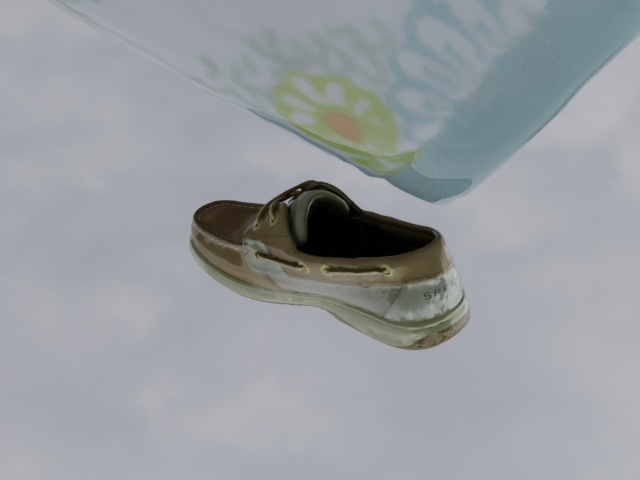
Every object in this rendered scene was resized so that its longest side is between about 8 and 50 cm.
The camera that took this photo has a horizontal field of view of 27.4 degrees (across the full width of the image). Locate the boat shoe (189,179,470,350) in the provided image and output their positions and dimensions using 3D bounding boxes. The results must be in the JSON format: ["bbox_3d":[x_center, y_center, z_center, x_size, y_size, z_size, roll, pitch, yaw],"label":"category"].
[{"bbox_3d":[0.000,0.000,0.517,0.135,0.045,0.050,16,-142,36],"label":"boat shoe"}]

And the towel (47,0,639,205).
[{"bbox_3d":[-0.017,-0.178,0.322,0.320,0.374,0.090,30,-125,-7],"label":"towel"}]
